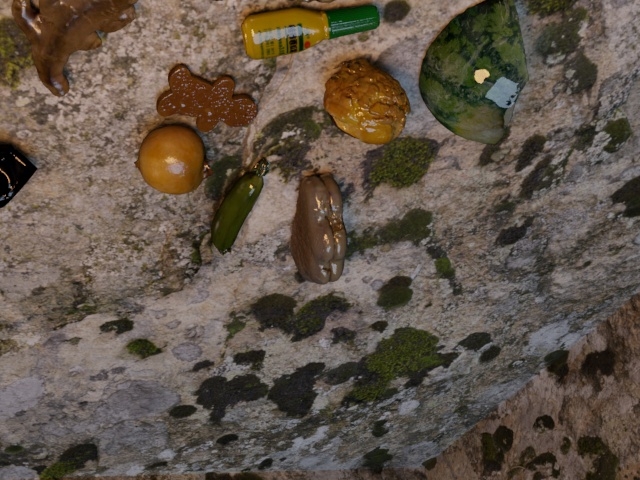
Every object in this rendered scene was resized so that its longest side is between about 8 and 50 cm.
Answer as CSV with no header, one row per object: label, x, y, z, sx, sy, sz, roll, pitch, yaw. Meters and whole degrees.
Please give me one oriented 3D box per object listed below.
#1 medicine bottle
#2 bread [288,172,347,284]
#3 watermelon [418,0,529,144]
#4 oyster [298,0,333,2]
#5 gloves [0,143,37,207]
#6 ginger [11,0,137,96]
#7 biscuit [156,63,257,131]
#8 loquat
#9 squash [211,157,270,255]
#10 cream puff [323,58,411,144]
medicine bottle,-0.017,-0.404,1.415,0.261,0.064,0.095,-12,143,-7
bread,0.004,-0.003,1.843,0.102,0.183,0.337,-14,144,-18
watermelon,0.328,-0.354,1.563,0.180,0.224,0.305,-49,159,-37
oyster,-0.085,-0.461,1.317,0.345,0.078,0.128,-9,151,-14
gloves,-0.683,-0.146,1.447,0.203,0.124,0.164,41,94,-25
ginger,-0.414,-0.395,1.266,0.333,0.080,0.166,-33,126,30
biscuit,-0.225,-0.281,1.515,0.205,0.031,0.138,11,130,-29
loquat,-0.302,-0.167,1.545,0.163,0.137,0.163,-4,126,-6
squash,-0.205,-0.067,1.767,0.071,0.080,0.318,33,130,1
cream puff,0.097,-0.290,1.523,0.189,0.189,0.129,6,133,-28
